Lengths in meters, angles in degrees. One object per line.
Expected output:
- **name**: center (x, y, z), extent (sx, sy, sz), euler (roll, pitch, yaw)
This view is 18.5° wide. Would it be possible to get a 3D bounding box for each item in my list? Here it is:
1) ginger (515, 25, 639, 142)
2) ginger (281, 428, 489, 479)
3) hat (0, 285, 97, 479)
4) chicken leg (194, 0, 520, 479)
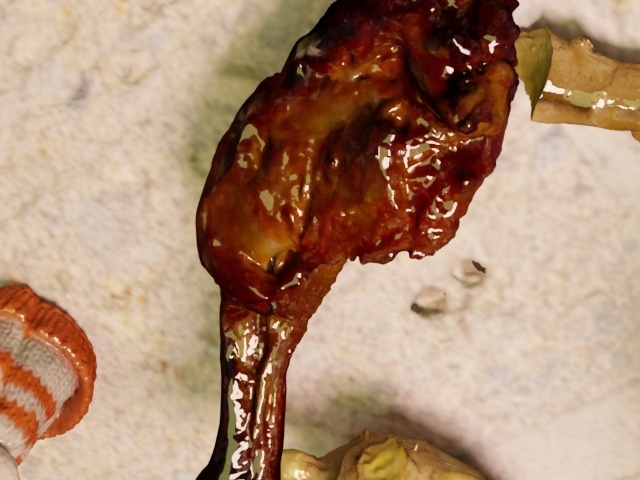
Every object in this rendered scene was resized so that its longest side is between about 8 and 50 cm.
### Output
- **ginger**: center (0.160, -0.081, 1.081), extent (0.137, 0.044, 0.057), euler (14, 107, 13)
- **ginger**: center (0.061, 0.188, 1.255), extent (0.216, 0.102, 0.157), euler (34, 154, -6)
- **hat**: center (-0.211, 0.118, 1.289), extent (0.094, 0.162, 0.112), euler (4, 125, 17)
- **chicken leg**: center (0.000, 0.000, 1.152), extent (0.158, 0.096, 0.407), euler (46, 125, 29)
